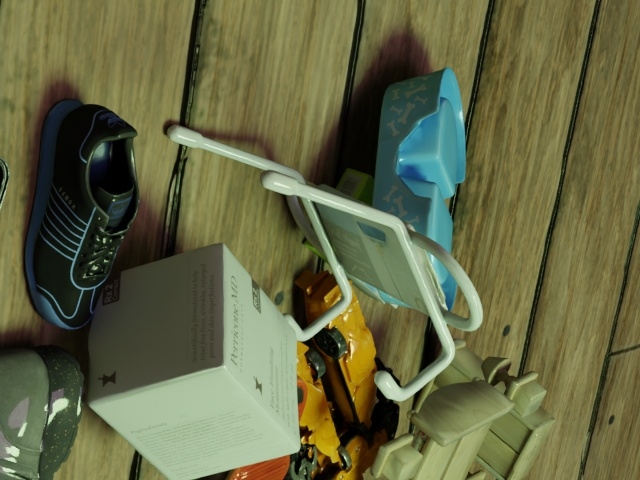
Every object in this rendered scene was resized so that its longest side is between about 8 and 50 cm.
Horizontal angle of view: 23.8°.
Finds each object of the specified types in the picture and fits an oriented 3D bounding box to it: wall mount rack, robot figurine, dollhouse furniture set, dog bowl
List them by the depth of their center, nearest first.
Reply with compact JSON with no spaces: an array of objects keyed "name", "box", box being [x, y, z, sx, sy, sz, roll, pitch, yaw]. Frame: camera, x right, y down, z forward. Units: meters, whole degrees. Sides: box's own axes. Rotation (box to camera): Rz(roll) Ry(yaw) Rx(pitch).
[{"name":"wall mount rack","box":[0.000,0.000,1.546,0.130,0.350,0.304,-36,121,-18]},{"name":"dog bowl","box":[0.112,-0.057,1.739,0.166,0.074,0.297,60,31,-60]},{"name":"robot figurine","box":[0.004,0.186,1.817,0.211,0.085,0.291,-41,134,-30]},{"name":"dollhouse furniture set","box":[0.106,0.273,1.893,0.356,0.174,0.303,-18,138,-45]}]

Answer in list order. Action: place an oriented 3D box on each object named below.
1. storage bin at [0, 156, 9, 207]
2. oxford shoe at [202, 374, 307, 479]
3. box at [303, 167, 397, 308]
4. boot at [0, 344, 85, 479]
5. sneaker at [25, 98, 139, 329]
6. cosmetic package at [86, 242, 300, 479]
[{"name":"storage bin","box":[-0.356,-0.005,1.292,0.122,0.084,0.180,12,99,-52]},{"name":"oxford shoe","box":[-0.093,0.225,1.722,0.097,0.098,0.271,-16,139,-42]},{"name":"box","box":[0.062,0.000,1.826,0.109,0.042,0.178,-60,142,-8]},{"name":"boot","box":[-0.353,0.255,1.420,0.223,0.118,0.338,1,96,-47]},{"name":"sneaker","box":[-0.220,-0.014,1.442,0.081,0.090,0.232,-17,120,-45]},{"name":"cosmetic package","box":[-0.125,0.127,1.535,0.183,0.151,0.151,55,25,-49]}]
